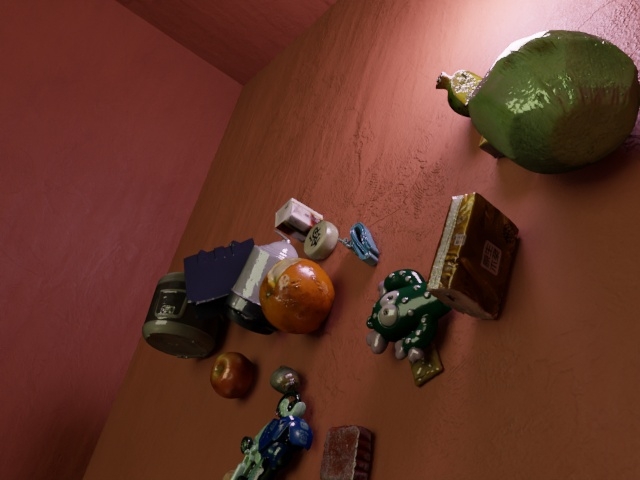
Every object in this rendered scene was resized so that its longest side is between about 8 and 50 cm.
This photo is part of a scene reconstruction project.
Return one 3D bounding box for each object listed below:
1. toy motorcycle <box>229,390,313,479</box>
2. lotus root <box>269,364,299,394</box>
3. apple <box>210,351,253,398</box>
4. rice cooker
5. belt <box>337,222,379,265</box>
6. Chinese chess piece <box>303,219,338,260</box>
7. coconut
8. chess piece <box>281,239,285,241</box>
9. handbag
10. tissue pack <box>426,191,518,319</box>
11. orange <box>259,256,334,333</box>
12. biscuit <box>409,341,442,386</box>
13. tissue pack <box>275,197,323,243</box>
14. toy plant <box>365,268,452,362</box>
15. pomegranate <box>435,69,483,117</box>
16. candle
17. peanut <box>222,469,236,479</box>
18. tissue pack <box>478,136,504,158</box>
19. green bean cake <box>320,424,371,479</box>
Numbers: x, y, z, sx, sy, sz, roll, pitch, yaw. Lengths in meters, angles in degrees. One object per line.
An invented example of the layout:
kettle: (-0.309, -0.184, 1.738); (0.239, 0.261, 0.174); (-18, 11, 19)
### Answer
toy motorcycle: (-0.129, 0.589, 1.464); (0.331, 0.125, 0.196); (-59, 26, -5)
lotus root: (-0.114, 0.429, 1.617); (0.088, 0.088, 0.165); (-69, 15, -14)
apple: (-0.309, 0.476, 1.853); (0.164, 0.139, 0.163); (-26, 45, 29)
rice cooker: (-0.571, 0.307, 2.255); (0.335, 0.335, 0.325); (-30, 40, 44)
belt: (0.122, 0.022, 1.628); (0.100, 0.065, 0.179); (-42, 31, 14)
Chinese chess piece: (0.000, 0.000, 1.853); (0.144, 0.059, 0.144); (-41, 33, 34)
coconut: (0.471, -0.290, 1.087); (0.329, 0.281, 0.328); (-17, 41, 15)
chess piece: (-0.172, 0.061, 2.096); (0.059, 0.059, 0.149); (-10, 51, 56)
handbag: (-0.379, 0.143, 2.091); (0.304, 0.121, 0.329); (-17, 40, -7)
tissue pack: (0.329, 0.038, 1.131); (0.092, 0.183, 0.226); (-6, 60, 53)
orange: (-0.076, 0.172, 1.645); (0.240, 0.240, 0.239); (-40, 34, 35)
biscuit: (0.243, 0.288, 1.222); (0.083, 0.018, 0.081); (-44, 32, 29)
tissue pack: (-0.079, -0.067, 1.950); (0.106, 0.149, 0.099); (-40, 34, 34)
toy plant: (0.205, 0.177, 1.288); (0.243, 0.113, 0.232); (-1, 59, 53)
pomegranate: (0.408, -0.408, 1.470); (0.169, 0.122, 0.143); (7, 58, 18)
candle: (-0.179, 0.141, 1.841); (0.342, 0.221, 0.221); (-64, 28, -1)
peanut: (-0.299, 0.824, 1.504); (0.325, 0.153, 0.140); (-62, -8, -18)
tissue pack: (0.477, -0.298, 1.305); (0.120, 0.082, 0.169); (-4, 61, 56)
green bean cake: (0.063, 0.519, 1.266); (0.135, 0.056, 0.135); (-25, 44, 47)
